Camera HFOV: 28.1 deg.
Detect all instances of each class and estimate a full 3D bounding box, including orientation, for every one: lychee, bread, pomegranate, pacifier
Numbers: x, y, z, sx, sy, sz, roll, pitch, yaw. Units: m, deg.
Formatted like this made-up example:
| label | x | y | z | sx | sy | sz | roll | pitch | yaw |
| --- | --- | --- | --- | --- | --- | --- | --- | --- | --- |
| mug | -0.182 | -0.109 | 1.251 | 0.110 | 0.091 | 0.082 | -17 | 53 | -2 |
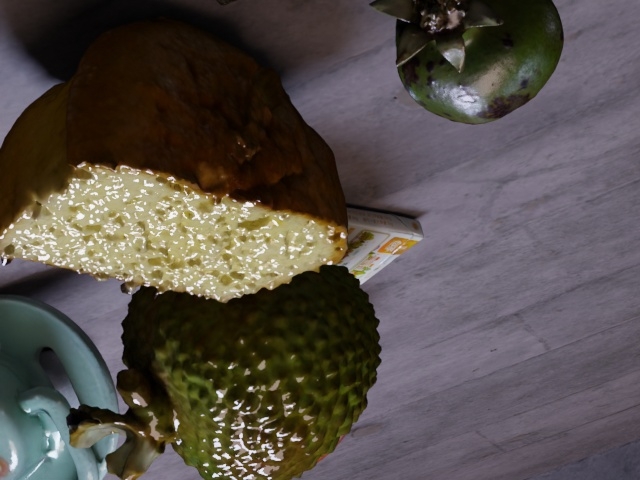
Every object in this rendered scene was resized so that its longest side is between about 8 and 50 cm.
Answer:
| label | x | y | z | sx | sy | sz | roll | pitch | yaw |
| --- | --- | --- | --- | --- | --- | --- | --- | --- | --- |
| lychee | -0.084 | 0.129 | 1.342 | 0.270 | 0.269 | 0.320 | -34 | 169 | 34 |
| bread | -0.125 | -0.071 | 1.078 | 0.194 | 0.178 | 0.340 | -30 | 153 | 31 |
| pomegranate | 0.123 | -0.163 | 1.049 | 0.148 | 0.148 | 0.169 | -32 | 176 | 30 |
| pacifier | -0.348 | 0.207 | 1.480 | 0.343 | 0.288 | 0.269 | -24 | 180 | 25 |

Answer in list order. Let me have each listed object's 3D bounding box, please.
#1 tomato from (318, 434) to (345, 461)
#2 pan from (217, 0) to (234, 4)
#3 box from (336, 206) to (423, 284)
| label | x | y | z | sx | sy | sz | roll | pitch | yaw |
| --- | --- | --- | --- | --- | --- | --- | --- | --- | --- |
| tomato | -0.053 | 0.188 | 1.628 | 0.208 | 0.184 | 0.208 | 6 | 128 | 8 |
| pan | 0.026 | -0.219 | 1.009 | 0.128 | 0.048 | 0.202 | 7 | 147 | -40 |
| box | 0.000 | 0.001 | 1.457 | 0.220 | 0.032 | 0.122 | 10 | 143 | -40 |
